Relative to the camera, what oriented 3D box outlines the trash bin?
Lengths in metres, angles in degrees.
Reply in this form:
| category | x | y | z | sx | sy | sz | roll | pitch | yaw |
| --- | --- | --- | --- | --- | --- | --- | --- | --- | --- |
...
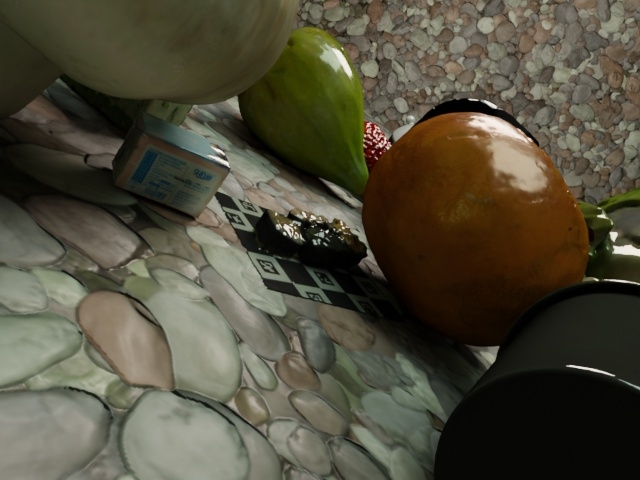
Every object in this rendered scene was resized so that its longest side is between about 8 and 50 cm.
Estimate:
| category | x | y | z | sx | sy | sz | roll | pitch | yaw |
| --- | --- | --- | --- | --- | --- | --- | --- | --- | --- |
| trash bin | 0.235 | 0.147 | 0.445 | 0.214 | 0.214 | 0.333 | 43 | 28 | 23 |

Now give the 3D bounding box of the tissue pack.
| category | x | y | z | sx | sy | sz | roll | pitch | yaw |
| --- | --- | --- | --- | --- | --- | --- | --- | --- | --- |
| tissue pack | -0.149 | -0.074 | 0.531 | 0.094 | 0.074 | 0.059 | 23 | 28 | -35 |

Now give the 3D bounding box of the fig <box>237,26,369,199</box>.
| category | x | y | z | sx | sy | sz | roll | pitch | yaw |
| --- | --- | --- | --- | --- | --- | --- | --- | --- | --- |
| fig | 0.005 | -0.234 | 0.952 | 0.314 | 0.233 | 0.233 | 32 | 17 | 11 |

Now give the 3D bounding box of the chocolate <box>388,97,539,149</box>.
| category | x | y | z | sx | sy | sz | roll | pitch | yaw |
| --- | --- | --- | --- | --- | --- | --- | --- | --- | --- |
| chocolate | 0.242 | -0.107 | 1.003 | 0.283 | 0.284 | 0.186 | 33 | -4 | -6 |

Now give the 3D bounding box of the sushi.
| category | x | y | z | sx | sy | sz | roll | pitch | yaw |
| --- | --- | --- | --- | --- | --- | --- | --- | --- | --- |
| sushi | 0.000 | 0.000 | 0.640 | 0.215 | 0.051 | 0.192 | 18 | 24 | -41 |

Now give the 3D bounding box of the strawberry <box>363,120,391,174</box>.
| category | x | y | z | sx | sy | sz | roll | pitch | yaw |
| --- | --- | --- | --- | --- | --- | --- | --- | --- | --- |
| strawberry | 0.088 | -0.163 | 1.093 | 0.148 | 0.131 | 0.131 | 58 | 23 | 10 |

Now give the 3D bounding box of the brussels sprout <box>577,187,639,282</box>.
| category | x | y | z | sx | sy | sz | roll | pitch | yaw |
| --- | --- | --- | --- | --- | --- | --- | --- | --- | --- |
| brussels sprout | 0.556 | 0.090 | 0.965 | 0.424 | 0.343 | 0.361 | 0 | -17 | -7 |

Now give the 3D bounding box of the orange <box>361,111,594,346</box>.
| category | x | y | z | sx | sy | sz | roll | pitch | yaw |
| --- | --- | --- | --- | --- | --- | --- | --- | --- | --- |
| orange | 0.175 | -0.012 | 0.650 | 0.284 | 0.226 | 0.284 | 59 | -1 | 2 |

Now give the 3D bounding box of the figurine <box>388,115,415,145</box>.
| category | x | y | z | sx | sy | sz | roll | pitch | yaw |
| --- | --- | --- | --- | --- | --- | --- | --- | --- | --- |
| figurine | 0.301 | -0.195 | 1.493 | 0.281 | 0.167 | 0.370 | 12 | 37 | -41 |

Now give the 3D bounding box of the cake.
| category | x | y | z | sx | sy | sz | roll | pitch | yaw |
| --- | --- | --- | --- | --- | --- | --- | --- | --- | --- |
| cake | -0.268 | -0.223 | 0.645 | 0.235 | 0.100 | 0.099 | 34 | 18 | -5 |

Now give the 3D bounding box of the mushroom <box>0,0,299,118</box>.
| category | x | y | z | sx | sy | sz | roll | pitch | yaw |
| --- | --- | --- | --- | --- | --- | --- | --- | --- | --- |
| mushroom | -0.162 | -0.236 | 0.437 | 0.324 | 0.353 | 0.353 | 12 | 27 | -27 |
